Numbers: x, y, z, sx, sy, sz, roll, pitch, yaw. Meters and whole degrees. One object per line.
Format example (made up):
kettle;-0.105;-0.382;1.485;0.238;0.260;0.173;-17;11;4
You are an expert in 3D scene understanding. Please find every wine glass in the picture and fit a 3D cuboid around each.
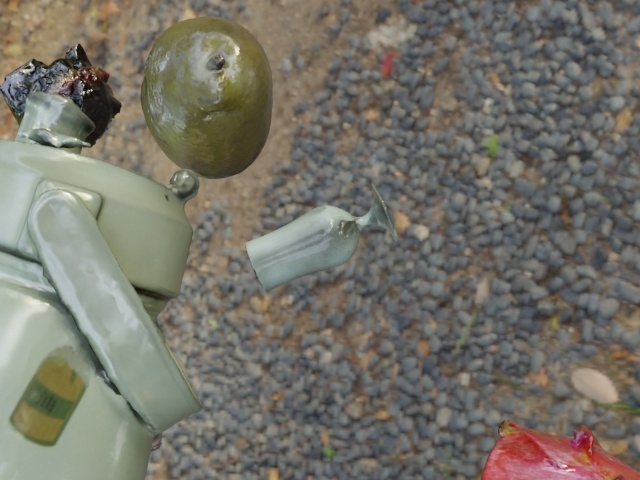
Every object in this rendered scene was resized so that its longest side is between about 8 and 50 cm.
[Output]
wine glass;0.000;0.000;1.745;0.231;0.103;0.103;-24;53;-1

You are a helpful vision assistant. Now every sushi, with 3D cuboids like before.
sushi;-0.447;-0.244;1.973;0.172;0.153;0.150;-38;48;-19

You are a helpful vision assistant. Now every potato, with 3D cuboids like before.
potato;-0.130;-0.173;1.301;0.159;0.174;0.251;-50;-1;-18

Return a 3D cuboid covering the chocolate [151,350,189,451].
chocolate;-0.318;0.254;1.974;0.147;0.221;0.221;-47;46;13

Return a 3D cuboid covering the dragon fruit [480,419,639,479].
dragon fruit;0.290;0.378;1.153;0.249;0.386;0.371;-3;71;23

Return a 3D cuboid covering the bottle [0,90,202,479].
bottle;-0.189;0.083;0.744;0.229;0.229;0.352;12;81;51
